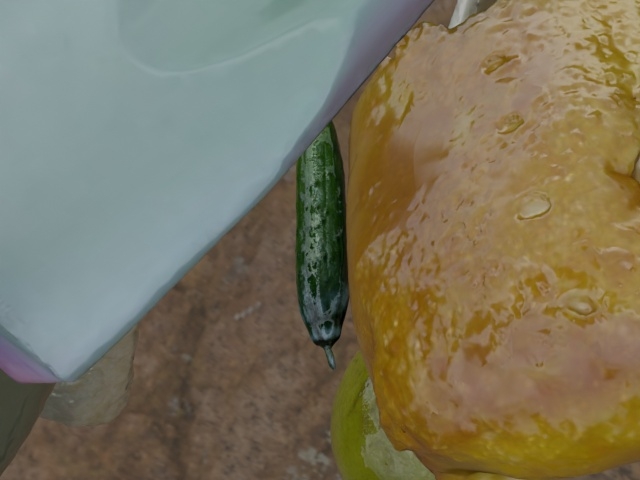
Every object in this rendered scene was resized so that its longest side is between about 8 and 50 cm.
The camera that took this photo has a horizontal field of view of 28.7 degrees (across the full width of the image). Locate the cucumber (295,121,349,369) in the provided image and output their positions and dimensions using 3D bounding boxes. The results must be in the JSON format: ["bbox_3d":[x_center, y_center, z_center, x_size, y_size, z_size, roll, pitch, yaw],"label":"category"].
[{"bbox_3d":[0.000,0.000,1.208,0.056,0.056,0.250,-3,84,24],"label":"cucumber"}]

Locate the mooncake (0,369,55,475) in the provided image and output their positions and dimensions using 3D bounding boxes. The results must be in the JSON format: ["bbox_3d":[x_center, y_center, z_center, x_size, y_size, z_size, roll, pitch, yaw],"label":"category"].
[{"bbox_3d":[-0.248,0.025,0.554,0.275,0.275,0.135,-43,46,5],"label":"mooncake"}]

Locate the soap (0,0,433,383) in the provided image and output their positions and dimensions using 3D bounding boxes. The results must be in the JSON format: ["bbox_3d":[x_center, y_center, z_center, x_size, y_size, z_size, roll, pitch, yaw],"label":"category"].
[{"bbox_3d":[-0.028,-0.105,0.407,0.324,0.109,0.193,-50,16,-24],"label":"soap"}]

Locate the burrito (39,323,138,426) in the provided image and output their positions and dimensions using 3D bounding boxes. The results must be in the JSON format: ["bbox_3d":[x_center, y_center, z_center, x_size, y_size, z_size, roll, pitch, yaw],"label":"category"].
[{"bbox_3d":[-0.195,0.021,0.902,0.143,0.299,0.105,19,48,0],"label":"burrito"}]

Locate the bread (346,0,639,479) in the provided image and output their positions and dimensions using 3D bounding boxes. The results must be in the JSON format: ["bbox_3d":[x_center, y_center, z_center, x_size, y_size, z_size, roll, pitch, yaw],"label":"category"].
[{"bbox_3d":[0.178,-0.011,0.894,0.361,0.250,0.394,-25,38,25],"label":"bread"}]

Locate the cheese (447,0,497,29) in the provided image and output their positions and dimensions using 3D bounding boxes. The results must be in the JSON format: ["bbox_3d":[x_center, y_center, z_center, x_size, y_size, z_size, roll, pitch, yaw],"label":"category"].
[{"bbox_3d":[0.226,-0.260,1.245,0.034,0.400,0.085,28,118,20],"label":"cheese"}]

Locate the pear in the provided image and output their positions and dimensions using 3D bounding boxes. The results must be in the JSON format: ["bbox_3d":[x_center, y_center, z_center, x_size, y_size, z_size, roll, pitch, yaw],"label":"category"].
[{"bbox_3d":[0.131,0.214,1.368,0.252,0.307,0.253,1,57,-2],"label":"pear"}]
